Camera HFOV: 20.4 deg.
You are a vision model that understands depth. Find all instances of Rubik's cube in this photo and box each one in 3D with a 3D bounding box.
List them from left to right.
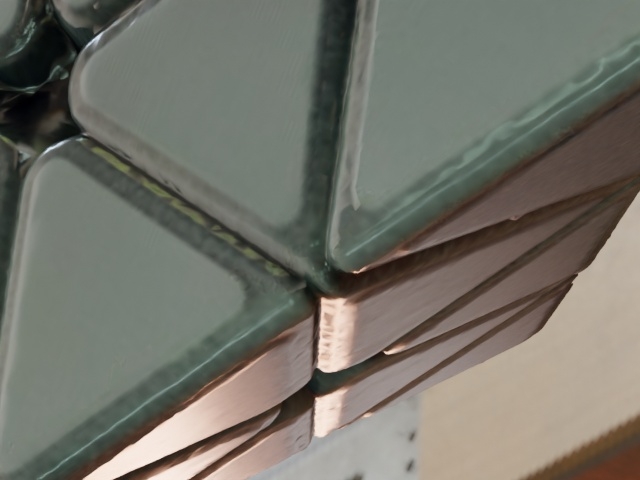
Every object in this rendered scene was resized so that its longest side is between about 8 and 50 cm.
[{"bbox_3d":[-0.033,-0.019,0.480,0.233,0.228,0.228,-85,-1,-59],"label":"Rubik's cube"}]
